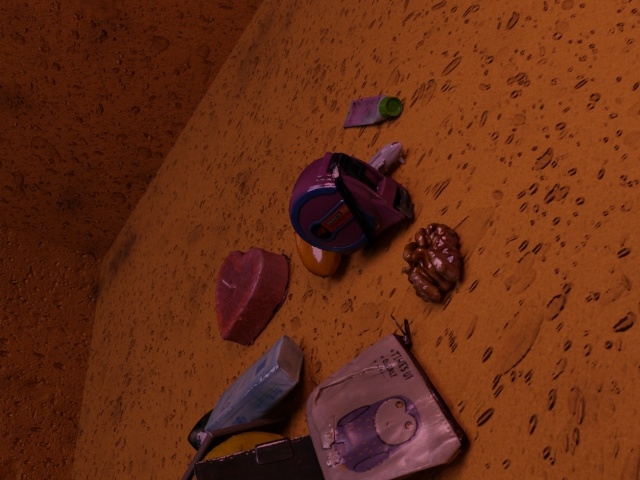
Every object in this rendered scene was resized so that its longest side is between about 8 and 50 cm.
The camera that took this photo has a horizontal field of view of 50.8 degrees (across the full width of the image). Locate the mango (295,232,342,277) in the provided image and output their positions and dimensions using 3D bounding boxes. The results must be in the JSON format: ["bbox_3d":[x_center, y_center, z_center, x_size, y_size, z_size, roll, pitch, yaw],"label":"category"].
[{"bbox_3d":[0.000,0.000,1.707,0.145,0.112,0.219,-39,44,37],"label":"mango"}]

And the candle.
[{"bbox_3d":[-0.229,0.159,1.984,0.317,0.131,0.287,-3,71,61],"label":"candle"}]

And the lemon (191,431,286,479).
[{"bbox_3d":[-0.144,0.540,1.424,0.322,0.268,0.268,-44,32,8],"label":"lemon"}]

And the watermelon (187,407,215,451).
[{"bbox_3d":[-0.234,0.522,1.756,0.193,0.137,0.145,-27,24,-14],"label":"watermelon"}]

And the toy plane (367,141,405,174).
[{"bbox_3d":[0.138,-0.178,1.629,0.171,0.065,0.162,-32,17,33],"label":"toy plane"}]

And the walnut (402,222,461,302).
[{"bbox_3d":[0.217,0.037,1.348,0.143,0.069,0.170,-56,27,25],"label":"walnut"}]

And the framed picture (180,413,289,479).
[{"bbox_3d":[-0.204,0.498,1.574,0.018,0.265,0.192,41,109,30],"label":"framed picture"}]

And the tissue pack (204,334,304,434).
[{"bbox_3d":[-0.156,0.369,1.652,0.263,0.089,0.177,-46,7,15],"label":"tissue pack"}]

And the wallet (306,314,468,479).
[{"bbox_3d":[0.104,0.313,1.253,0.275,0.068,0.335,-34,35,4],"label":"wallet"}]

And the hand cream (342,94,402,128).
[{"bbox_3d":[0.130,-0.347,1.809,0.079,0.050,0.275,-46,19,-12],"label":"hand cream"}]

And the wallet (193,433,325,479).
[{"bbox_3d":[-0.073,0.467,1.288,0.044,0.317,0.169,100,156,-66],"label":"wallet"}]

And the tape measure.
[{"bbox_3d":[0.055,-0.079,1.541,0.231,0.245,0.149,-37,25,41],"label":"tape measure"}]
